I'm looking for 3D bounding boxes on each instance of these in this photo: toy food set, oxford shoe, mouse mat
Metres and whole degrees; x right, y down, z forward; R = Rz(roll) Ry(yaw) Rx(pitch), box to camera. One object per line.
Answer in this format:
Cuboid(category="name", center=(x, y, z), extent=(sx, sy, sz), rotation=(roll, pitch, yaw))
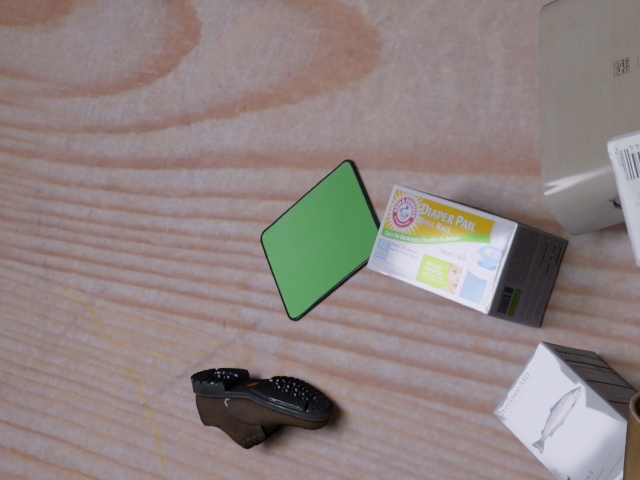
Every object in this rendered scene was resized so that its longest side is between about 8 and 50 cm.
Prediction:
Cuboid(category="toy food set", center=(0.360, -0.176, 1.719), extent=(0.220, 0.092, 0.306), rotation=(-19, 57, 39))
Cuboid(category="oxford shoe", center=(-0.071, 0.228, 2.023), extent=(0.227, 0.083, 0.096), rotation=(5, 105, 42))
Cuboid(category="mouse mat", center=(0.000, 0.000, 2.055), extent=(0.190, 0.007, 0.152), rotation=(-41, 54, 30))

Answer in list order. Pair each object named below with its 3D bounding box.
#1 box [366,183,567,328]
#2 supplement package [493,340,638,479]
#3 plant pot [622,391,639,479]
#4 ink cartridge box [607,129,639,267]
Cuboid(category="box", center=(0.170, 0.016, 1.820), extent=(0.203, 0.103, 0.114), rotation=(20, 93, 44))
Cuboid(category="supplement package", center=(0.294, 0.206, 1.650), extent=(0.179, 0.105, 0.105), rotation=(45, 112, 41))
Cuboid(category="plant pot", center=(0.385, 0.301, 1.475), extent=(0.237, 0.237, 0.254), rotation=(24, 109, 44))
Cuboid(category="ink cartridge box", center=(0.459, -0.012, 1.520), extent=(0.296, 0.066, 0.261), rotation=(-14, 85, 21))
